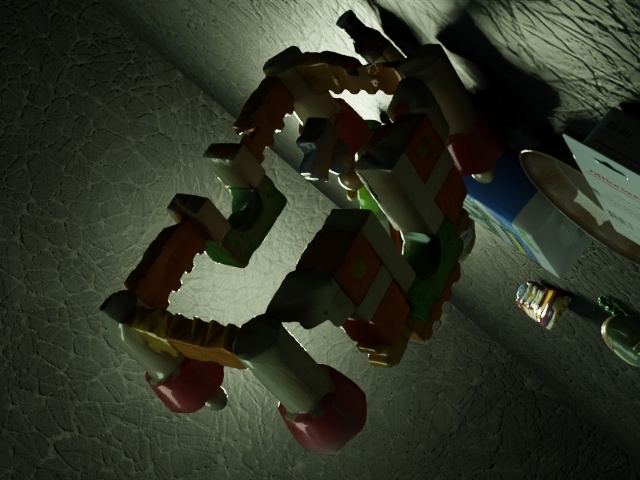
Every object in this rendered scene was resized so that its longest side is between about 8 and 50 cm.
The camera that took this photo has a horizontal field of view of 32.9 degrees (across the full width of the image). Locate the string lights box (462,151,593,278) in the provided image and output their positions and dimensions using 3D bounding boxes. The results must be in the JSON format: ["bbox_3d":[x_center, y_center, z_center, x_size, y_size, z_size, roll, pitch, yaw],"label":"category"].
[{"bbox_3d":[0.217,-0.069,1.387,0.260,0.077,0.133,38,177,37],"label":"string lights box"}]

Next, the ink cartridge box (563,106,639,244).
[{"bbox_3d":[0.294,-0.049,0.958,0.104,0.060,0.180,38,176,40],"label":"ink cartridge box"}]

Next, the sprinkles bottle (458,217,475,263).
[{"bbox_3d":[0.185,-0.042,1.707,0.121,0.121,0.355,40,177,13],"label":"sprinkles bottle"}]

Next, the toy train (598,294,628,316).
[{"bbox_3d":[0.451,0.111,1.629,0.083,0.017,0.024,40,-173,2],"label":"toy train"}]

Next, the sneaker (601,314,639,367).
[{"bbox_3d":[0.497,0.170,1.551,0.192,0.064,0.086,40,169,4],"label":"sneaker"}]

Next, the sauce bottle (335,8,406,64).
[{"bbox_3d":[0.071,-0.225,1.304,0.128,0.042,0.042,45,175,-22],"label":"sauce bottle"}]

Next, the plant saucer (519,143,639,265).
[{"bbox_3d":[0.301,-0.043,1.159,0.198,0.036,0.198,40,177,2],"label":"plant saucer"}]

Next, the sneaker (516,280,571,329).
[{"bbox_3d":[0.381,0.109,1.894,0.084,0.069,0.185,35,175,9],"label":"sneaker"}]

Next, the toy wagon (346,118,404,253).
[{"bbox_3d":[0.092,-0.058,1.745,0.344,0.068,0.267,57,-153,-75],"label":"toy wagon"}]

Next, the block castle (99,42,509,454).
[{"bbox_3d":[0.000,0.000,1.223,0.303,0.453,0.213,7,146,42],"label":"block castle"}]
